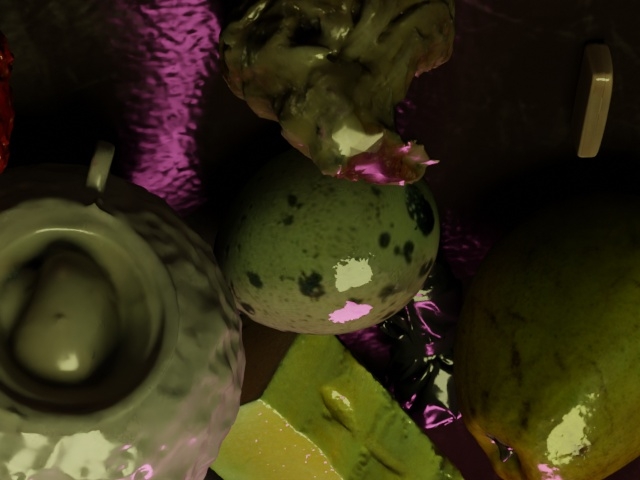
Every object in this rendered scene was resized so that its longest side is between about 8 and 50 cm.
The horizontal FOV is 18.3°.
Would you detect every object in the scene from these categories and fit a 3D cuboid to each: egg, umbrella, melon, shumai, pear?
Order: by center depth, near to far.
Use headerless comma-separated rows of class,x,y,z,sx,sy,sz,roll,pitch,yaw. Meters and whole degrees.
shumai,0.030,-0.135,1.616,0.206,0.175,0.166,-24,143,5
egg,0.000,0.000,1.783,0.228,0.177,0.177,-22,147,35
pear,0.254,0.094,1.908,0.307,0.253,0.253,-50,147,-18
melon,0.026,0.206,1.957,0.323,0.196,0.124,44,155,-20
umbrella,0.105,0.069,1.975,0.118,0.118,0.340,-14,140,-3

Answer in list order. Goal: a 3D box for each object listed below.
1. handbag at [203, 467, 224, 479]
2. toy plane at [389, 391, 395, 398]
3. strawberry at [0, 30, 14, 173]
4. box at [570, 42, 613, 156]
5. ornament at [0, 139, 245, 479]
handbag,-0.201,0.269,2.042,0.288,0.152,0.342,-19,119,17
toy plane,0.053,0.210,2.150,0.174,0.080,0.174,-23,141,-20
strawberry,-0.308,-0.107,1.511,0.187,0.201,0.184,-40,165,6
box,0.249,-0.127,1.816,0.025,0.048,0.115,-4,142,-5
ornament,-0.230,0.103,1.701,0.337,0.337,0.337,-11,143,-8
